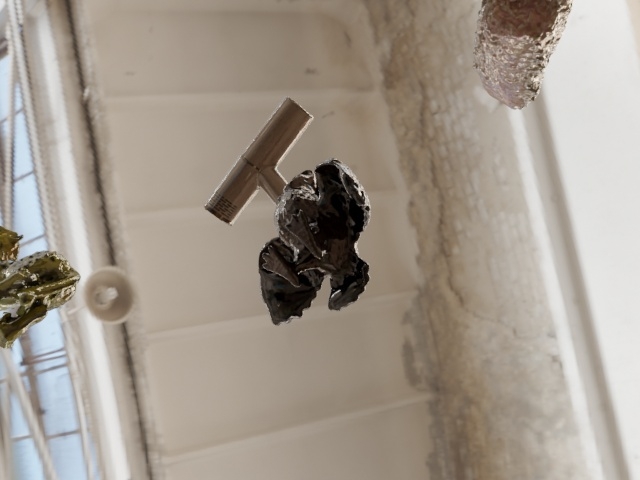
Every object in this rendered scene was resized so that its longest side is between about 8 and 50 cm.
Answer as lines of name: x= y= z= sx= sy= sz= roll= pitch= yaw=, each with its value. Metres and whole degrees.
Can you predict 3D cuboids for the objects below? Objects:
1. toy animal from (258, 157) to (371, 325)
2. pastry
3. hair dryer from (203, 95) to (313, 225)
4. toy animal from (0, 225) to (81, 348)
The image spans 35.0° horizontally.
toy animal: x=-0.001 y=-0.005 z=1.183 sx=0.116 sy=0.218 sz=0.179 roll=24 pitch=-149 yaw=-10
pastry: x=0.239 y=-0.248 z=1.224 sx=0.102 sy=0.265 sz=0.112 roll=17 pitch=-116 yaw=9
hair dryer: x=-0.027 y=-0.064 z=1.379 sx=0.195 sy=0.220 sz=0.053 roll=-53 pitch=-25 yaw=4
toy animal: x=-0.261 y=0.033 z=0.861 sx=0.136 sy=0.181 sz=0.073 roll=-39 pitch=-63 yaw=-49
